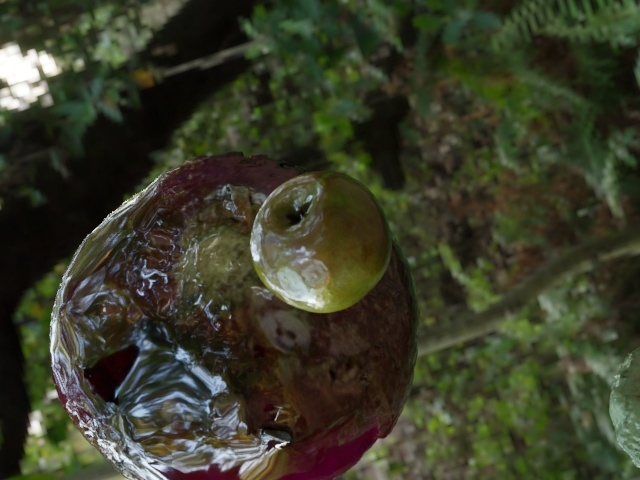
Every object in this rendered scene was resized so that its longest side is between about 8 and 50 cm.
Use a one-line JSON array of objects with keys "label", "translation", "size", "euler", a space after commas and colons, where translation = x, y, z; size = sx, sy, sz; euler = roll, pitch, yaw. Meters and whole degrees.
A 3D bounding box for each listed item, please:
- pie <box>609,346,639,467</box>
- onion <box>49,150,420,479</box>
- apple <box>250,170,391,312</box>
[{"label": "pie", "translation": [0.340, 0.155, 1.126], "size": [0.248, 0.201, 0.090], "euler": [36, 127, 22]}, {"label": "onion", "translation": [-0.073, 0.113, 1.430], "size": [0.385, 0.348, 0.347], "euler": [79, 172, -61]}, {"label": "apple", "translation": [0.000, 0.000, 0.924], "size": [0.074, 0.090, 0.089], "euler": [41, -156, -52]}]
